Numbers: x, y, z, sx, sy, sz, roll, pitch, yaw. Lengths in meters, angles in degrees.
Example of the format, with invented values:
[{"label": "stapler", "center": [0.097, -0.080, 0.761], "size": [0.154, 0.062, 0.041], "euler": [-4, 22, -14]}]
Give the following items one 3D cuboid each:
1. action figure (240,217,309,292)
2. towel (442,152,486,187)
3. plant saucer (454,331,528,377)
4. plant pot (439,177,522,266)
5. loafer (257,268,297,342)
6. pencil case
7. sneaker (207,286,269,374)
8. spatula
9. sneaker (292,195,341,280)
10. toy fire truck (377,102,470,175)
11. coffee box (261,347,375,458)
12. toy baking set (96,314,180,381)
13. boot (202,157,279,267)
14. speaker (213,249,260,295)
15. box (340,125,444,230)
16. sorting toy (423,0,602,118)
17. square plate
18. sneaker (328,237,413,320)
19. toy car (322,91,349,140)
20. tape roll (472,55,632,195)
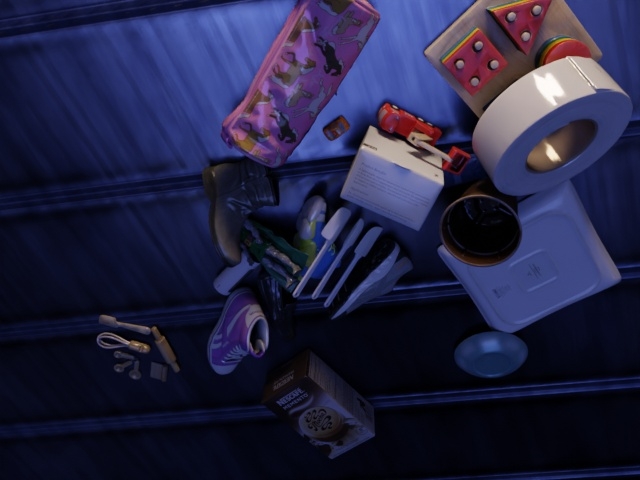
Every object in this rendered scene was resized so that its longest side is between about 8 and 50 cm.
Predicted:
[{"label": "action figure", "center": [-0.143, 0.016, 1.274], "size": [0.232, 0.063, 0.137], "euler": [39, 128, 15]}, {"label": "towel", "center": [0.313, -0.158, 1.217], "size": [0.120, 0.029, 0.067], "euler": [-14, 119, 9]}, {"label": "plant saucer", "center": [0.464, 0.323, 1.456], "size": [0.195, 0.037, 0.194], "euler": [3, 131, 4]}, {"label": "plant pot", "center": [0.360, -0.051, 1.181], "size": [0.167, 0.165, 0.166], "euler": [11, 119, 19]}, {"label": "loafer", "center": [-0.097, 0.168, 1.388], "size": [0.078, 0.076, 0.223], "euler": [-9, 115, 16]}, {"label": "pencil case", "center": [-0.049, -0.325, 1.065], "size": [0.167, 0.160, 0.386], "euler": [33, 116, -6]}, {"label": "sneaker", "center": [-0.213, 0.278, 1.395], "size": [0.102, 0.161, 0.281], "euler": [-4, 127, -34]}, {"label": "spatula", "center": [0.034, 0.046, 1.273], "size": [0.168, 0.019, 0.242], "euler": [23, 104, -48]}, {"label": "sneaker", "center": [0.000, 0.000, 1.295], "size": [0.126, 0.091, 0.240], "euler": [9, 127, -17]}, {"label": "toy fire truck", "center": [0.211, -0.215, 1.128], "size": [0.192, 0.135, 0.047], "euler": [23, 117, -11]}, {"label": "coffee box", "center": [-0.003, 0.467, 1.527], "size": [0.168, 0.118, 0.297], "euler": [-37, 112, 21]}, {"label": "toy baking set", "center": [-0.516, 0.310, 1.510], "size": [0.197, 0.030, 0.256], "euler": [-10, 118, 8]}, {"label": "boot", "center": [-0.167, -0.070, 1.208], "size": [0.161, 0.083, 0.246], "euler": [-11, 88, 10]}, {"label": "speaker", "center": [-0.209, 0.077, 1.354], "size": [0.055, 0.055, 0.136], "euler": [39, 113, -18]}, {"label": "box", "center": [0.154, -0.136, 1.137], "size": [0.181, 0.182, 0.119], "euler": [24, 118, -1]}, {"label": "sorting toy", "center": [0.389, -0.363, 1.065], "size": [0.257, 0.089, 0.255], "euler": [42, 113, -19]}, {"label": "square plate", "center": [0.522, 0.068, 1.325], "size": [0.344, 0.049, 0.347], "euler": [-31, 114, 17]}, {"label": "sneaker", "center": [0.119, 0.118, 1.342], "size": [0.108, 0.100, 0.271], "euler": [34, 116, -24]}, {"label": "toy car", "center": [0.021, -0.272, 1.158], "size": [0.060, 0.040, 0.121], "euler": [-16, 118, 11]}, {"label": "tape roll", "center": [0.451, -0.216, 1.060], "size": [0.287, 0.100, 0.286], "euler": [-15, 149, -9]}]
